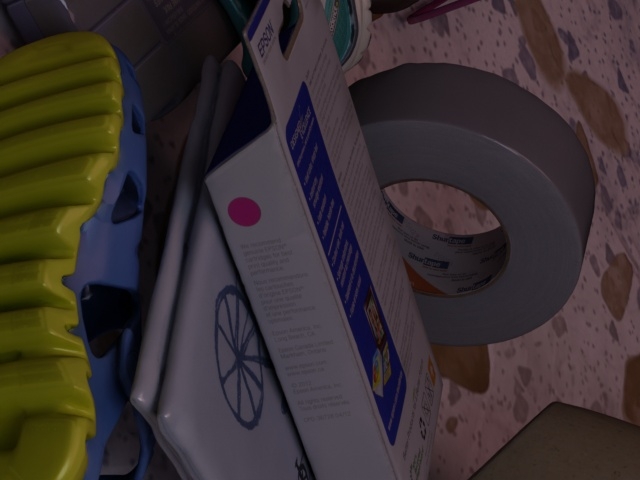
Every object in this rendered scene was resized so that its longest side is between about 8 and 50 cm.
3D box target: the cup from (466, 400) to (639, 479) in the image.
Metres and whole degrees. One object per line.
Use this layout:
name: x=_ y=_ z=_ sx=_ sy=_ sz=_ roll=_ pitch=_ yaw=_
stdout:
cup: x=0.192 y=0.259 z=1.329 sx=0.237 sy=0.331 sz=0.331 roll=47 pitch=33 yaw=8

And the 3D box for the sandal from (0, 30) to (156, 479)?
sandal: x=-0.153 y=0.029 z=1.061 sx=0.138 sy=0.126 sz=0.317 roll=44 pitch=45 yaw=-58

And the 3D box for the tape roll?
tape roll: x=0.089 y=-0.023 z=1.336 sx=0.219 sy=0.219 sz=0.072 roll=54 pitch=36 yaw=-28

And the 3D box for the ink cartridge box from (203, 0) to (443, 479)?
ink cartridge box: x=0.000 y=0.000 z=1.172 sx=0.176 sy=0.069 sz=0.371 roll=-73 pitch=151 yaw=-58

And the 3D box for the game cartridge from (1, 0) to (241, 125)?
game cartridge: x=-0.117 y=-0.234 z=1.268 sx=0.230 sy=0.068 sz=0.355 roll=65 pitch=34 yaw=-20

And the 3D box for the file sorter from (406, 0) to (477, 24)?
file sorter: x=0.121 y=-0.355 z=1.557 sx=0.202 sy=0.182 sz=0.290 roll=-38 pitch=108 yaw=-54

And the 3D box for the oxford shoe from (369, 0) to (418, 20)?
oxford shoe: x=0.017 y=-0.312 z=1.460 sx=0.097 sy=0.098 sz=0.271 roll=-45 pitch=114 yaw=-54

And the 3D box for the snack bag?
snack bag: x=-0.028 y=0.101 z=1.191 sx=0.323 sy=0.037 sz=0.342 roll=-85 pitch=158 yaw=-46

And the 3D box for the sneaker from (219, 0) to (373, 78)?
sneaker: x=-0.045 y=-0.234 z=1.237 sx=0.110 sy=0.107 sz=0.275 roll=-25 pitch=98 yaw=-47
